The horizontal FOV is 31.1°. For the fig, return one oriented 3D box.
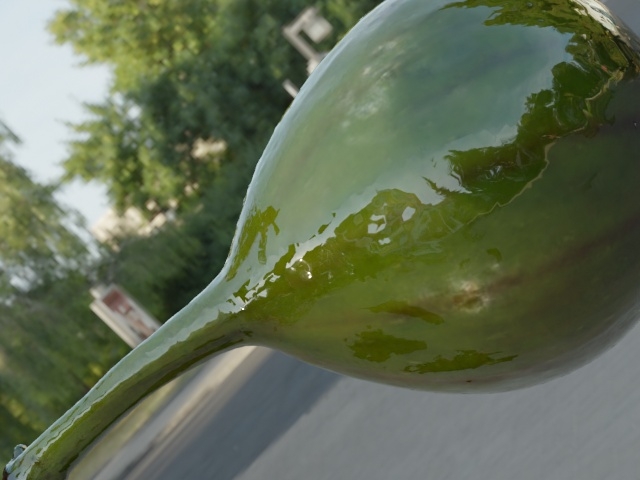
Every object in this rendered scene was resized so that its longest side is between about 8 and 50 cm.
[{"bbox_3d":[0.000,0.000,0.401,0.259,0.151,0.151,-19,2,-6],"label":"fig"}]
